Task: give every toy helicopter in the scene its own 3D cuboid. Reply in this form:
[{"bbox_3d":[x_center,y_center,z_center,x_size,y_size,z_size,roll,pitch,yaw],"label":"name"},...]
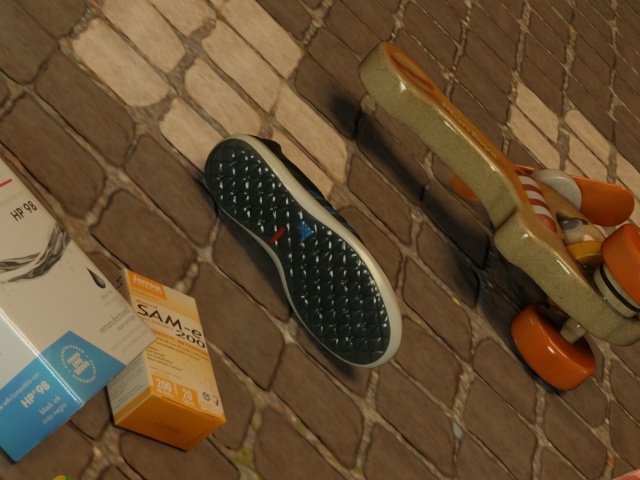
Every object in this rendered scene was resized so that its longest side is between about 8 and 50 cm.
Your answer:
[{"bbox_3d":[0.174,-0.049,1.544,0.355,0.140,0.235,45,23,-4],"label":"toy helicopter"}]

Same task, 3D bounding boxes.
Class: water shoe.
[{"bbox_3d":[0.000,0.000,1.257,0.203,0.073,0.080,53,23,7],"label":"water shoe"}]

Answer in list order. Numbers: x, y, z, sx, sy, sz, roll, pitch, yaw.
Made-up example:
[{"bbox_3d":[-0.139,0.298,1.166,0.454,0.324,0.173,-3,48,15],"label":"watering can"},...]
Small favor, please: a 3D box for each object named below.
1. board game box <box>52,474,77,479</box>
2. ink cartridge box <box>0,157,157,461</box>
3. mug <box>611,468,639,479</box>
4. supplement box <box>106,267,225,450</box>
[{"bbox_3d":[-0.047,0.225,0.909,0.259,0.039,0.124,35,29,-32],"label":"board game box"},{"bbox_3d":[-0.185,0.020,0.938,0.180,0.060,0.104,49,25,-2],"label":"ink cartridge box"},{"bbox_3d":[0.261,0.265,1.275,0.150,0.113,0.169,8,51,-53],"label":"mug"},{"bbox_3d":[-0.099,0.072,1.036,0.062,0.036,0.098,26,33,-41],"label":"supplement box"}]
